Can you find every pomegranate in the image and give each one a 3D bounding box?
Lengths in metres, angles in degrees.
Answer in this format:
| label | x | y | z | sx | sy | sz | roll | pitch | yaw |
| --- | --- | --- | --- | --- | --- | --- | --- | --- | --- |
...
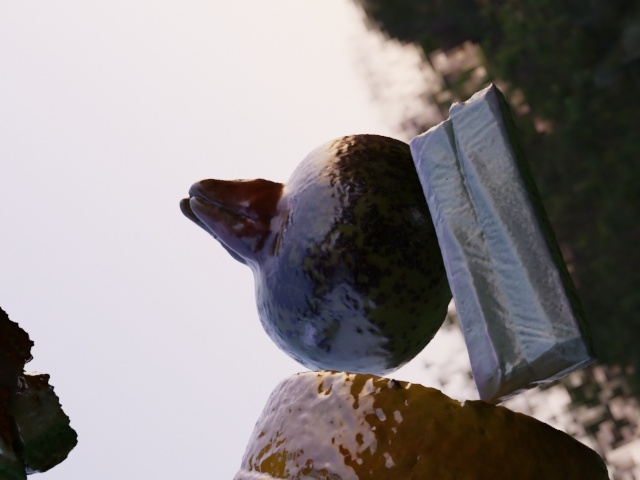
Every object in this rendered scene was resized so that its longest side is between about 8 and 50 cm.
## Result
| label | x | y | z | sx | sy | sz | roll | pitch | yaw |
| --- | --- | --- | --- | --- | --- | --- | --- | --- | --- |
| pomegranate | 0.000 | 0.000 | 1.619 | 0.248 | 0.214 | 0.214 | 22 | -161 | -3 |

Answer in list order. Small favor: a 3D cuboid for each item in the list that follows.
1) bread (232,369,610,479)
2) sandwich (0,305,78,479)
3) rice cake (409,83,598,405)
| label | x | y | z | sx | sy | sz | roll | pitch | yaw |
| --- | --- | --- | --- | --- | --- | --- | --- | --- | --- |
| bread | 0.056 | 0.175 | 1.187 | 0.268 | 0.268 | 0.145 | 46 | -124 | -56 |
| sandwich | -0.243 | 0.076 | 1.268 | 0.185 | 0.109 | 0.159 | 29 | 130 | 43 |
| rice cake | 0.115 | 0.001 | 1.248 | 0.042 | 0.080 | 0.221 | 36 | -148 | -51 |
